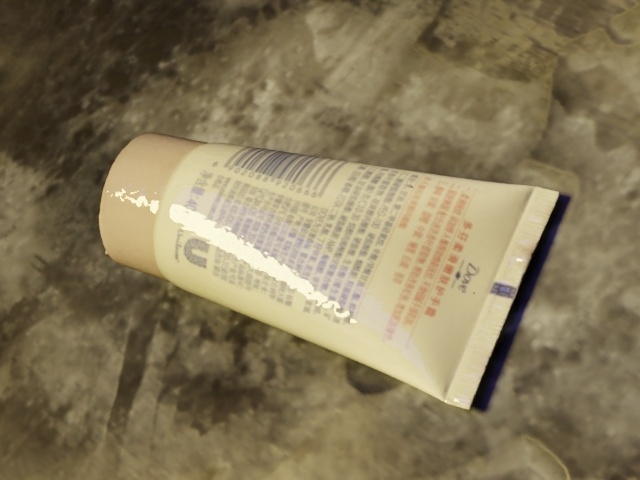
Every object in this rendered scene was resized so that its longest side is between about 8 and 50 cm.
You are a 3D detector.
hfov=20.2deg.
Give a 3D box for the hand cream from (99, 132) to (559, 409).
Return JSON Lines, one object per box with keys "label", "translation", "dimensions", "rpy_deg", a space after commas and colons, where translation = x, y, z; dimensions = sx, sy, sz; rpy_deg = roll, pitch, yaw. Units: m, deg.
{"label": "hand cream", "translation": [0.000, 0.000, 0.999], "dimensions": [0.248, 0.083, 0.133], "rpy_deg": [17, 71, 27]}
